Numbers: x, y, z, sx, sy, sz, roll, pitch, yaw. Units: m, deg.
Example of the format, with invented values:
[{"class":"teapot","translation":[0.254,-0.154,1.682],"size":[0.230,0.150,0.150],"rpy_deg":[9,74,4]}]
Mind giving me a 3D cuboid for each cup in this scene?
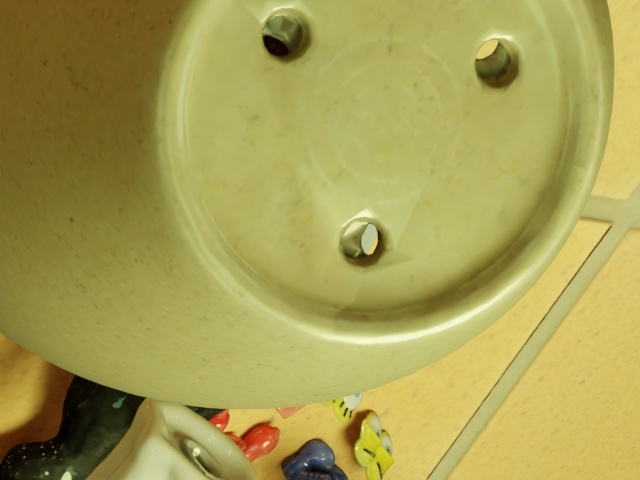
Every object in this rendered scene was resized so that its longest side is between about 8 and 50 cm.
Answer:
[{"class":"cup","translation":[-0.014,-0.066,0.756],"size":[0.331,0.237,0.331],"rpy_deg":[-4,104,-17]}]

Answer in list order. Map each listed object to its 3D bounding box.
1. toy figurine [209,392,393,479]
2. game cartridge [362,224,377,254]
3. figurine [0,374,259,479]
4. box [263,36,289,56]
[{"class":"toy figurine","translation":[0.021,0.272,1.361],"size":[0.191,0.217,0.362],"rpy_deg":[-31,141,-5]},{"class":"game cartridge","translation":[0.000,0.000,1.220],"size":[0.083,0.017,0.056],"rpy_deg":[-2,136,-35]},{"class":"figurine","translation":[-0.136,0.159,1.141],"size":[0.092,0.215,0.209],"rpy_deg":[36,111,-23]},{"class":"box","translation":[0.002,-0.151,0.939],"size":[0.257,0.128,0.122],"rpy_deg":[-25,109,-12]}]
